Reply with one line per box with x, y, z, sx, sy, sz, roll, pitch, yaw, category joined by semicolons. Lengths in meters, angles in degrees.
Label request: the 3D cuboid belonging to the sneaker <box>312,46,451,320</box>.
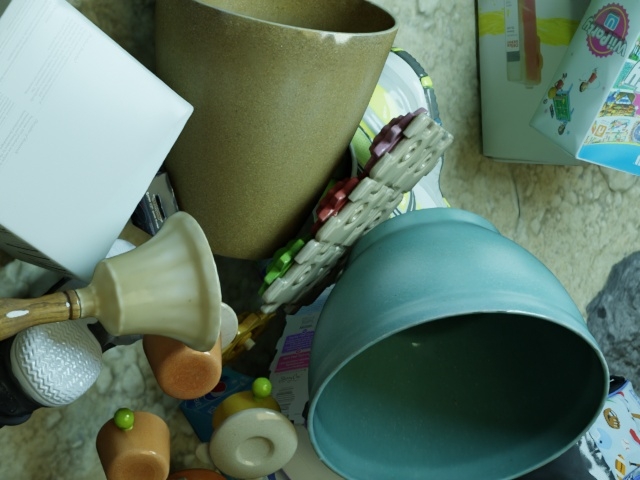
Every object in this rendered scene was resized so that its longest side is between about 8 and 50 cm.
0.066;-0.014;1.573;0.147;0.145;0.385;-19;102;-22;sneaker

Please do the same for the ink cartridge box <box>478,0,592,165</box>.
0.340;-0.298;1.718;0.279;0.160;0.385;-12;105;-37;ink cartridge box

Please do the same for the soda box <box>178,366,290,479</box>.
-0.065;0.240;1.527;0.067;0.071;0.210;-43;121;-26;soda box

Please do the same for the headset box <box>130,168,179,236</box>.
-0.167;-0.040;1.392;0.032;0.083;0.062;-23;112;-19;headset box

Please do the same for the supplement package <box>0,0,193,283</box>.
-0.266;-0.101;1.262;0.203;0.149;0.194;39;73;-36;supplement package

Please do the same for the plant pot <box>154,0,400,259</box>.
-0.063;-0.119;1.397;0.237;0.237;0.254;-6;118;-38;plant pot

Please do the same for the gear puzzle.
0.000;0.000;1.424;0.339;0.044;0.175;-49;166;8;gear puzzle

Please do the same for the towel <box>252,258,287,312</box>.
-0.040;0.032;1.557;0.060;0.009;0.083;-42;121;-26;towel

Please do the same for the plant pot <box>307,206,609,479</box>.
0.121;0.093;1.414;0.293;0.293;0.196;35;32;-37;plant pot

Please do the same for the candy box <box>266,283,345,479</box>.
0.015;0.172;1.526;0.165;0.070;0.196;55;37;-35;candy box

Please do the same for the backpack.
0.303;0.283;1.709;0.213;0.276;0.263;57;37;3;backpack

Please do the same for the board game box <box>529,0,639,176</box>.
0.394;-0.220;1.549;0.224;0.097;0.303;11;112;-37;board game box

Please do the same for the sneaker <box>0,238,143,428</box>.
-0.257;0.090;1.336;0.101;0.153;0.268;60;24;-11;sneaker

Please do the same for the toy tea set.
-0.139;0.198;1.398;0.200;0.124;0.336;16;118;-23;toy tea set

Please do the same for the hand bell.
-0.217;0.058;1.184;0.242;0.126;0.126;-11;104;-26;hand bell
